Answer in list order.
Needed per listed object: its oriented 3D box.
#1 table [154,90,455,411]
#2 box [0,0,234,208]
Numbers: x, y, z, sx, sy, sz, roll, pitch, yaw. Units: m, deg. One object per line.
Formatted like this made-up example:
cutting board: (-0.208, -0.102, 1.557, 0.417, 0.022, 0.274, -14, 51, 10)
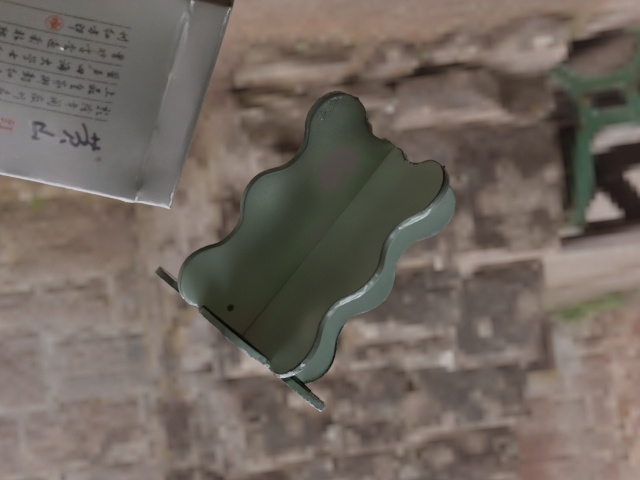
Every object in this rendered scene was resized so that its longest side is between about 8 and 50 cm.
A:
table: (0.000, 0.000, 1.466, 0.198, 0.166, 0.166, -51, 174, -2)
box: (-0.265, -0.147, 1.468, 0.365, 0.051, 0.205, 12, 127, -11)
